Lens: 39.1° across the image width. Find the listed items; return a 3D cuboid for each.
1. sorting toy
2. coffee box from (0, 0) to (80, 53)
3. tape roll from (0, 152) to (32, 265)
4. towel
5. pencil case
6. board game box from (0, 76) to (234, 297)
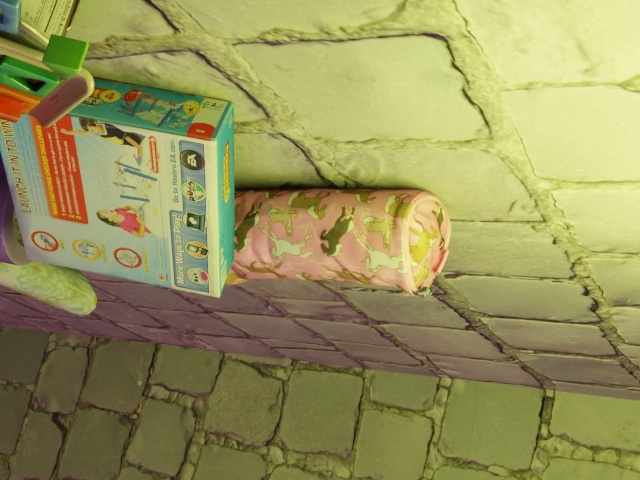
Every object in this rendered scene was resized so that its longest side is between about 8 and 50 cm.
[{"bbox_3d":[-0.361,-0.172,0.958,0.196,0.047,0.348,22,161,-29],"label":"sorting toy"},{"bbox_3d":[-0.374,-0.280,0.879,0.141,0.098,0.246,2,159,33],"label":"coffee box"},{"bbox_3d":[-0.521,-0.056,1.513,0.080,0.188,0.189,9,162,8],"label":"tape roll"},{"bbox_3d":[-0.639,0.004,1.754,0.374,0.090,0.321,29,179,45],"label":"towel"},{"bbox_3d":[0.000,0.000,1.390,0.386,0.167,0.160,3,-166,28],"label":"pencil case"},{"bbox_3d":[-0.276,-0.075,1.258,0.302,0.086,0.308,11,136,5],"label":"board game box"}]
